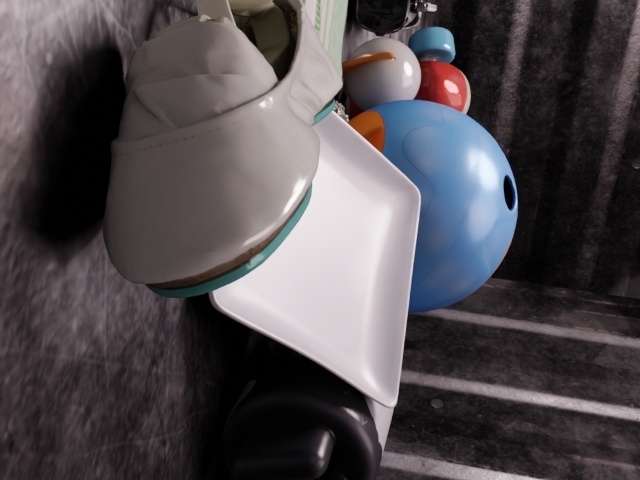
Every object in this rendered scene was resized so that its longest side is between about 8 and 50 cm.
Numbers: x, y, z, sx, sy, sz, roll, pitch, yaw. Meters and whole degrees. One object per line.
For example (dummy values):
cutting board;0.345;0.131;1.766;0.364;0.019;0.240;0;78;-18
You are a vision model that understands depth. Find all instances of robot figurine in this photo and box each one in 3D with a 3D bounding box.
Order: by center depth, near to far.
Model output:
robot figurine;-0.004;0.194;0.966;0.209;0.174;0.278;-63;180;28

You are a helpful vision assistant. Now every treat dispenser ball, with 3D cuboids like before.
treat dispenser ball;0.121;-0.045;1.173;0.288;0.288;0.288;8;90;-80

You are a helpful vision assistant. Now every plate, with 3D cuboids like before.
plate;0.000;0.000;0.890;0.278;0.045;0.277;36;53;-39

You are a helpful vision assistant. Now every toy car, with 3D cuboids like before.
toy car;0.090;-0.230;1.311;0.238;0.210;0.219;22;60;-51

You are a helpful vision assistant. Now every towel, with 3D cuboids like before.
towel;0.000;-0.310;1.000;0.325;0.038;0.247;-19;116;-79

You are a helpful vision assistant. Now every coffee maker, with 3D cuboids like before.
coffee maker;0.106;-0.416;1.372;0.178;0.120;0.171;-55;128;-72

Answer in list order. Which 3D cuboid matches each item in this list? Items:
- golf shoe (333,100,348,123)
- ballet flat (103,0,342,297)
golf shoe;-0.019;-0.103;1.037;0.086;0.069;0.176;117;-5;-48
ballet flat;-0.066;-0.100;0.591;0.400;0.139;0.139;-71;166;-65
